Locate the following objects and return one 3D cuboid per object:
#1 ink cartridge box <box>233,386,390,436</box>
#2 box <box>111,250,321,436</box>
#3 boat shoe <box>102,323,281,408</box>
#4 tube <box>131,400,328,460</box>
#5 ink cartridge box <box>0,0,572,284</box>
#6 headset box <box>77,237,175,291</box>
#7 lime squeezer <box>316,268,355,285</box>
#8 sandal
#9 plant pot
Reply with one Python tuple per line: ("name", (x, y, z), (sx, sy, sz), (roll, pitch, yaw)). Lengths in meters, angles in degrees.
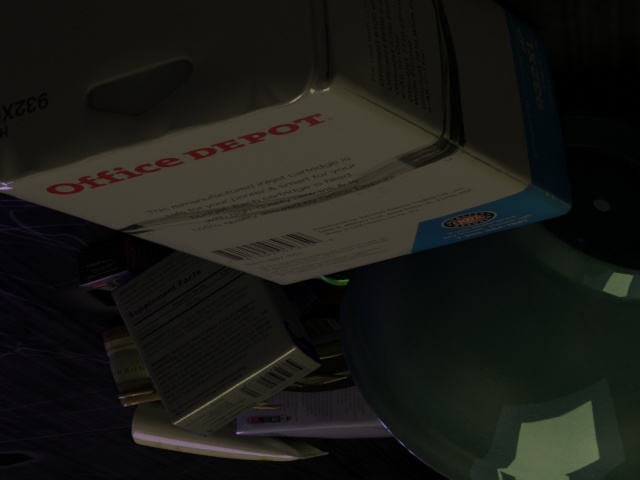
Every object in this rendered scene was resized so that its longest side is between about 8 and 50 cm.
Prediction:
("ink cartridge box", (0.113, 0.202, 2.053), (0.330, 0.071, 0.324), (-5, 170, 27))
("box", (-0.088, 0.074, 1.436), (0.126, 0.137, 0.072), (-32, 156, 9))
("boat shoe", (-0.128, 0.148, 1.836), (0.104, 0.089, 0.285), (-18, 161, 35))
("tube", (-0.117, 0.247, 2.108), (0.240, 0.070, 0.062), (8, 131, 18))
("ink cartridge box", (-0.018, -0.080, 0.997), (0.223, 0.129, 0.307), (-14, 162, 28))
("headset box", (-0.168, 0.023, 1.488), (0.062, 0.032, 0.083), (-17, 162, 35))
("lime squeezer", (0.000, 0.000, 1.422), (0.310, 0.059, 0.110), (5, 161, -31))
("sandal", (0.055, 0.073, 1.668), (0.302, 0.086, 0.120), (-23, 156, 7))
("plant pot", (0.180, 0.024, 1.234), (0.293, 0.293, 0.196), (0, 137, -20))
